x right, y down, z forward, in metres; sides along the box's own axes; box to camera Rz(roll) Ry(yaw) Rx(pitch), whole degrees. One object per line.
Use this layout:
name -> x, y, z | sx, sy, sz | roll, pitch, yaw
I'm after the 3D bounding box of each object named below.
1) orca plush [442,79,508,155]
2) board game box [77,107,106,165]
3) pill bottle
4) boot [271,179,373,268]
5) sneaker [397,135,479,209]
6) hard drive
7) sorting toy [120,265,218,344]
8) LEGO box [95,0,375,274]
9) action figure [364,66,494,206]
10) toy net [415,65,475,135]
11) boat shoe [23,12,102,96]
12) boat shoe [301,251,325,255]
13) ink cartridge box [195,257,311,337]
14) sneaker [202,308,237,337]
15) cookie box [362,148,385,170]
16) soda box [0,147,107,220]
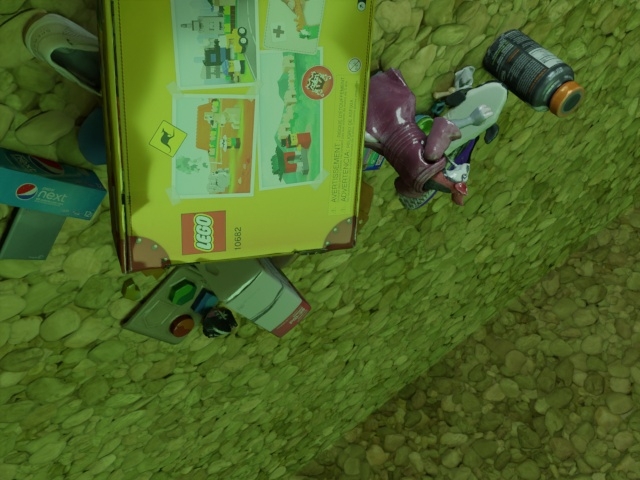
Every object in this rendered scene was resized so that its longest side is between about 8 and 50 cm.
orca plush -> 0.368, -0.290, 1.748 | 0.287, 0.151, 0.102 | -67, 173, 32
board game box -> -0.354, -0.199, 1.250 | 0.168, 0.033, 0.133 | -11, 143, -31
pill bottle -> 0.528, -0.403, 1.710 | 0.130, 0.246, 0.130 | -27, 146, -20
boot -> 0.019, -0.036, 1.732 | 0.211, 0.104, 0.295 | 28, 93, -50
sneaker -> 0.338, -0.198, 1.906 | 0.146, 0.102, 0.293 | 5, 127, -50
hard drive -> -0.533, -0.020, 1.292 | 0.094, 0.022, 0.135 | 4, 128, -49
sorting toy -> -0.363, 0.152, 1.667 | 0.229, 0.041, 0.307 | -44, 148, 6
LEGO box -> -0.132, -0.227, 1.043 | 0.372, 0.193, 0.500 | -5, 115, -20
action figure -> 0.176, -0.210, 1.463 | 0.275, 0.370, 0.248 | -13, 141, -38
toy net -> 0.319, -0.338, 1.764 | 0.232, 0.045, 0.122 | -44, 148, 6
boat shoe -> -0.334, -0.267, 1.120 | 0.277, 0.096, 0.098 | 9, 124, -51
boat shoe -> 0.000, 0.000, 1.832 | 0.207, 0.073, 0.073 | -2, 129, -34
ink cartridge box -> -0.167, 0.089, 1.636 | 0.117, 0.207, 0.283 | -42, 149, 1
sneaker -> -0.273, 0.226, 1.798 | 0.077, 0.072, 0.178 | -32, 168, 5
cookie box -> 0.120, -0.217, 1.711 | 0.107, 0.040, 0.092 | -11, 137, -40
soda box -> -0.484, -0.097, 1.205 | 0.210, 0.067, 0.071 | 13, 121, -53
